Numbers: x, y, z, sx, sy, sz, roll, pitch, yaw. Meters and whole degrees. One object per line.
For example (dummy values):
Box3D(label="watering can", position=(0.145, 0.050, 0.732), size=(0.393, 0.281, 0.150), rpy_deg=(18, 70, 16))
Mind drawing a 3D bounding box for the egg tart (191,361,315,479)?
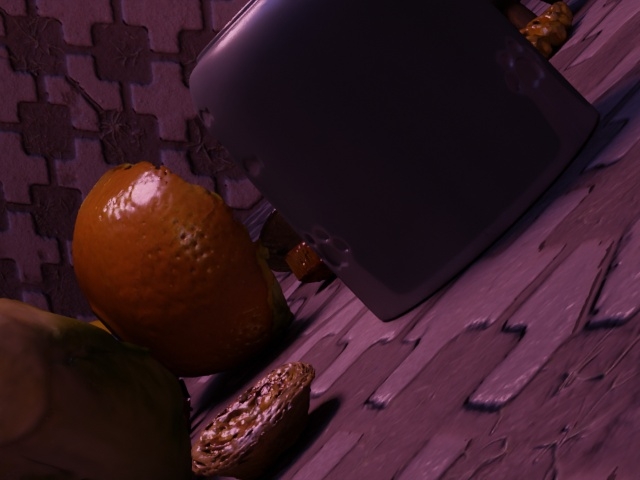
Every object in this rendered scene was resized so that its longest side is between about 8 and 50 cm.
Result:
Box3D(label="egg tart", position=(-0.045, 0.149, 1.275), size=(0.129, 0.049, 0.129), rpy_deg=(-39, 10, 8))

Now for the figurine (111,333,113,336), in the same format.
Box3D(label="figurine", position=(-0.301, 0.227, 2.150), size=(0.265, 0.140, 0.193), rpy_deg=(-26, -30, -59))

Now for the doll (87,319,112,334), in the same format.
Box3D(label="doll", position=(-0.369, 0.243, 2.614), size=(0.363, 0.145, 0.199), rpy_deg=(-53, -34, -2))

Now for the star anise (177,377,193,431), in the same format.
Box3D(label="star anise", position=(-0.225, 0.212, 1.781), size=(0.220, 0.126, 0.190), rpy_deg=(-8, -25, -47))

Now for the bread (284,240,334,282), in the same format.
Box3D(label="bread", position=(0.005, 0.016, 1.873), size=(0.085, 0.053, 0.085), rpy_deg=(-37, -4, -3))

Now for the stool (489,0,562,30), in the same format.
Box3D(label="stool", position=(0.210, -0.291, 2.093), size=(0.228, 0.139, 0.153), rpy_deg=(-50, -9, 2))

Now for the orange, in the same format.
Box3D(label="orange", position=(-0.173, 0.033, 1.838), size=(0.196, 0.262, 0.334), rpy_deg=(-29, 14, -9))

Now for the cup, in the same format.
Box3D(label="cup", position=(0.053, -0.128, 1.434), size=(0.259, 0.274, 0.357), rpy_deg=(-43, 7, 10))

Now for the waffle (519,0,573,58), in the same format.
Box3D(label="waffle", position=(0.229, -0.218, 1.985), size=(0.194, 0.051, 0.149), rpy_deg=(-42, 7, 25))

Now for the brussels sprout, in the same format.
Box3D(label="brussels sprout", position=(-0.252, 0.176, 1.452), size=(0.294, 0.259, 0.227), rpy_deg=(62, -147, -63))

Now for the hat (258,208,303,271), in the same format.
Box3D(label="hat", position=(0.000, 0.000, 2.017), size=(0.146, 0.067, 0.146), rpy_deg=(-25, -40, -23))
